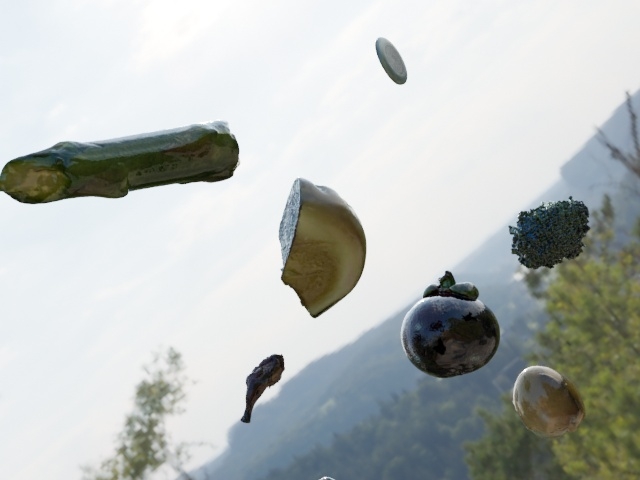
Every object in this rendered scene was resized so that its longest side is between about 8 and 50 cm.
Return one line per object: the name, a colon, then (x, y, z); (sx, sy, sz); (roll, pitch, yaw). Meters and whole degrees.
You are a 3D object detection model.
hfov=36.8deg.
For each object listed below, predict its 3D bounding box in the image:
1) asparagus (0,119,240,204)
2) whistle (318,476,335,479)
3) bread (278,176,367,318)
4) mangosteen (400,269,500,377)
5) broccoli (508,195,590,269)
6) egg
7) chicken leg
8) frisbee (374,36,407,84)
asparagus: (-0.224, -0.095, 1.162); (0.343, 0.082, 0.085); (-12, 20, -40)
whistle: (0.059, 0.576, 1.632); (0.168, 0.188, 0.405); (-48, -34, -28)
bread: (0.005, 0.010, 1.746); (0.158, 0.156, 0.261); (-96, 19, -54)
mangosteen: (0.275, 0.193, 2.104); (0.216, 0.216, 0.216); (-38, -8, -7)
broccoli: (0.450, -0.025, 1.895); (0.160, 0.154, 0.167); (-61, -22, -48)
egg: (0.247, 0.175, 1.051); (0.071, 0.083, 0.071); (-36, -1, -1)
chicken leg: (-0.113, 0.275, 1.817); (0.037, 0.062, 0.145); (9, 51, 47)
frisbee: (0.147, -0.371, 1.983); (0.014, 0.110, 0.110); (-25, -1, 28)
